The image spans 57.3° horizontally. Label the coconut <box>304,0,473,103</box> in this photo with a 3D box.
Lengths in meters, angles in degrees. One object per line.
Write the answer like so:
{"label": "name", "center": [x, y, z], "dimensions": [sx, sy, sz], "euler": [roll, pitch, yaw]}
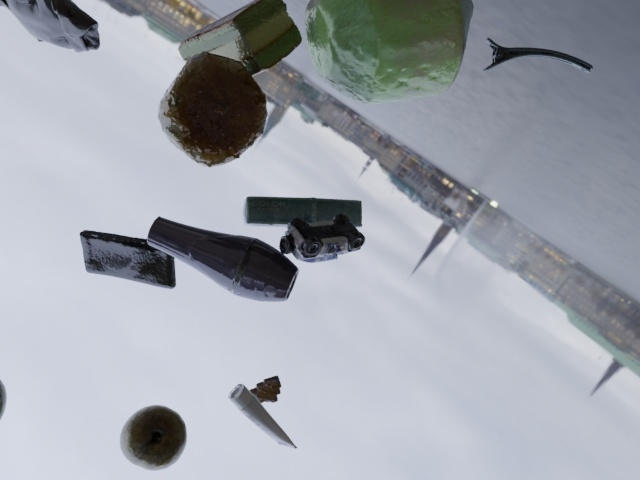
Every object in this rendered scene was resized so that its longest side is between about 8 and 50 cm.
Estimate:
{"label": "coconut", "center": [0.142, -0.402, 1.110], "dimensions": [0.328, 0.329, 0.281], "euler": [6, -114, -65]}

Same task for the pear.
{"label": "pear", "center": [-0.422, 0.504, 1.496], "dimensions": [0.167, 0.136, 0.167], "euler": [11, -116, -24]}

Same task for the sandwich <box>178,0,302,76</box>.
{"label": "sandwich", "center": [-0.160, -0.386, 1.150], "dimensions": [0.144, 0.187, 0.117], "euler": [-52, -56, -40]}

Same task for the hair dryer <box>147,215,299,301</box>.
{"label": "hair dryer", "center": [-0.182, 0.041, 1.278], "dimensions": [0.301, 0.121, 0.361], "euler": [21, 178, 6]}

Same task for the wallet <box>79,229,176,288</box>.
{"label": "wallet", "center": [-0.473, 0.046, 1.445], "dimensions": [0.245, 0.124, 0.025], "euler": [9, -153, 9]}

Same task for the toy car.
{"label": "toy car", "center": [0.000, 0.000, 1.148], "dimensions": [0.171, 0.070, 0.080], "euler": [-8, -138, -31]}

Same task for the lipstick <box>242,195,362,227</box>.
{"label": "lipstick", "center": [-0.045, -0.068, 1.439], "dimensions": [0.290, 0.077, 0.076], "euler": [2, 178, -13]}

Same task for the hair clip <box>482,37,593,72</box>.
{"label": "hair clip", "center": [0.460, -0.384, 1.232], "dimensions": [0.230, 0.070, 0.039], "euler": [4, -171, 2]}

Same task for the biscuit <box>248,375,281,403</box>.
{"label": "biscuit", "center": [-0.184, 0.524, 2.059], "dimensions": [0.120, 0.129, 0.019], "euler": [22, -157, -26]}

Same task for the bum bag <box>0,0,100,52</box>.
{"label": "bum bag", "center": [-0.511, -0.429, 1.105], "dimensions": [0.326, 0.079, 0.142], "euler": [28, 156, 34]}

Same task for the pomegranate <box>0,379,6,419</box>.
{"label": "pomegranate", "center": [-0.710, 0.294, 1.160], "dimensions": [0.156, 0.220, 0.156], "euler": [0, -156, 0]}

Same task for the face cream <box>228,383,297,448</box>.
{"label": "face cream", "center": [-0.165, 0.510, 1.670], "dimensions": [0.092, 0.058, 0.243], "euler": [-11, 122, 52]}

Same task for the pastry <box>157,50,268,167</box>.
{"label": "pastry", "center": [-0.191, -0.235, 1.053], "dimensions": [0.182, 0.192, 0.093], "euler": [48, 172, -29]}
